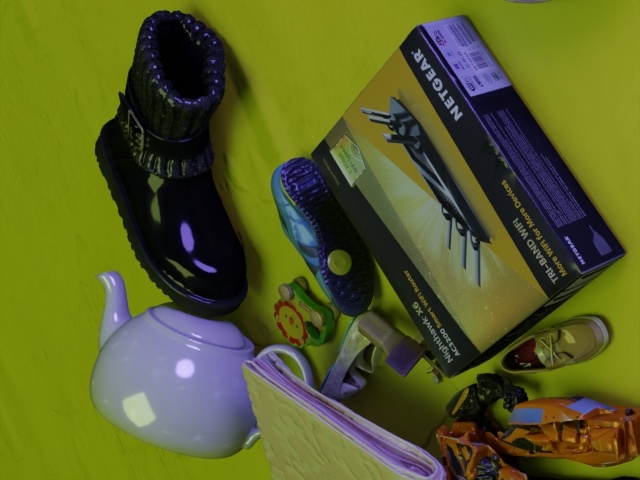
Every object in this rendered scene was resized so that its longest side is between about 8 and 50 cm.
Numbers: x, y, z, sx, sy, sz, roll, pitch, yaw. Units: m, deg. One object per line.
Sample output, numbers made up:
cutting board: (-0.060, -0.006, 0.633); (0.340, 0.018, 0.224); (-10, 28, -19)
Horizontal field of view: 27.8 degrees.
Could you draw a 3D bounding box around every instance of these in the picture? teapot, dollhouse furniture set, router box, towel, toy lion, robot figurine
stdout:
teapot: (-0.174, 0.167, 1.745); (0.252, 0.256, 0.187); (35, 105, 58)
dollhouse furniture set: (0.111, 0.115, 1.531); (0.114, 0.091, 0.081); (37, 175, 45)
router box: (0.145, -0.043, 1.382); (0.309, 0.081, 0.243); (58, 139, 15)
towel: (0.046, 0.317, 1.596); (0.317, 0.053, 0.332); (31, 146, 38)
toy lion: (-0.023, 0.103, 1.678); (0.100, 0.034, 0.096); (37, 137, 34)
robot figurine: (0.236, 0.249, 1.392); (0.291, 0.085, 0.211); (-7, 98, 50)

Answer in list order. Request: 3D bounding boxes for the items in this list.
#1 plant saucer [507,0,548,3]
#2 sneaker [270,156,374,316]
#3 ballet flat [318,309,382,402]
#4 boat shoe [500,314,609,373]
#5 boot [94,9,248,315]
plant saucer: (0.199, -0.381, 1.211); (0.310, 0.050, 0.311); (22, 121, 42)
sneaker: (0.000, 0.000, 1.587); (0.209, 0.069, 0.082); (63, 156, 7)
ballet flat: (0.041, 0.158, 1.606); (0.052, 0.057, 0.168); (38, 131, 21)
boat shoe: (0.244, 0.116, 1.360); (0.135, 0.045, 0.050); (-32, 80, 50)
boot: (-0.171, -0.098, 1.685); (0.348, 0.131, 0.260); (56, 138, 18)
